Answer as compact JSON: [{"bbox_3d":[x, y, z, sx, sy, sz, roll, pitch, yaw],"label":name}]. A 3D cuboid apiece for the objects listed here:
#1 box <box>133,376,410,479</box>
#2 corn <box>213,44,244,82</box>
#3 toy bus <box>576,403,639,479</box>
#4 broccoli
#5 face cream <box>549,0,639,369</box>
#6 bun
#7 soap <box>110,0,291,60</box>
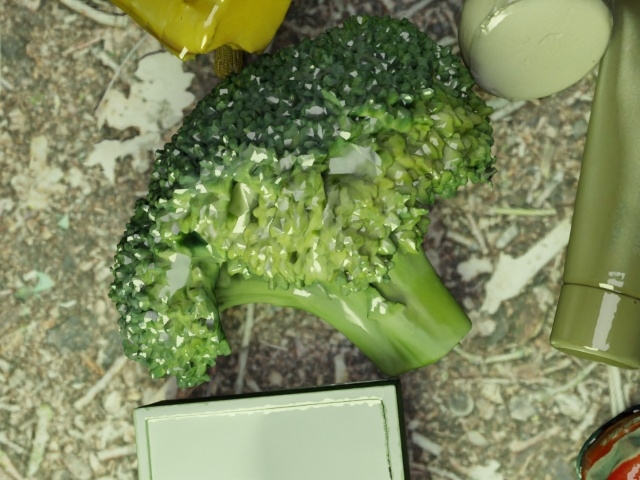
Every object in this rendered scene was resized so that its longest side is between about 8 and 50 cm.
[{"bbox_3d":[-0.030,0.242,1.288,0.225,0.117,0.225,-6,87,6],"label":"box"},{"bbox_3d":[-0.081,-0.179,1.350,0.027,0.028,0.083,6,85,13],"label":"corn"},{"bbox_3d":[0.323,0.263,1.241,0.121,0.120,0.265,-36,83,7],"label":"toy bus"},{"bbox_3d":[-0.009,-0.011,1.226,0.375,0.249,0.302,-40,81,-1],"label":"broccoli"},{"bbox_3d":[0.278,-0.062,1.283,0.137,0.084,0.341,15,83,10],"label":"face cream"},{"bbox_3d":[0.179,-0.195,1.279,0.138,0.138,0.094,-21,50,6],"label":"bun"},{"bbox_3d":[-0.140,-0.309,1.252,0.324,0.096,0.204,40,113,31],"label":"soap"}]
